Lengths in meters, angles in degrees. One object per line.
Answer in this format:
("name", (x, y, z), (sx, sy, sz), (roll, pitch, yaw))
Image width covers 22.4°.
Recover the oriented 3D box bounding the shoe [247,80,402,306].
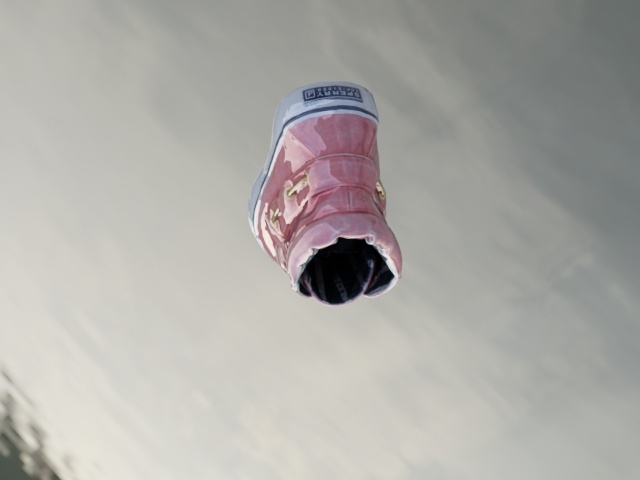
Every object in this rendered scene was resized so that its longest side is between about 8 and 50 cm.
("shoe", (0.000, 0.000, 0.787), (0.178, 0.063, 0.081), (102, 164, -65))
